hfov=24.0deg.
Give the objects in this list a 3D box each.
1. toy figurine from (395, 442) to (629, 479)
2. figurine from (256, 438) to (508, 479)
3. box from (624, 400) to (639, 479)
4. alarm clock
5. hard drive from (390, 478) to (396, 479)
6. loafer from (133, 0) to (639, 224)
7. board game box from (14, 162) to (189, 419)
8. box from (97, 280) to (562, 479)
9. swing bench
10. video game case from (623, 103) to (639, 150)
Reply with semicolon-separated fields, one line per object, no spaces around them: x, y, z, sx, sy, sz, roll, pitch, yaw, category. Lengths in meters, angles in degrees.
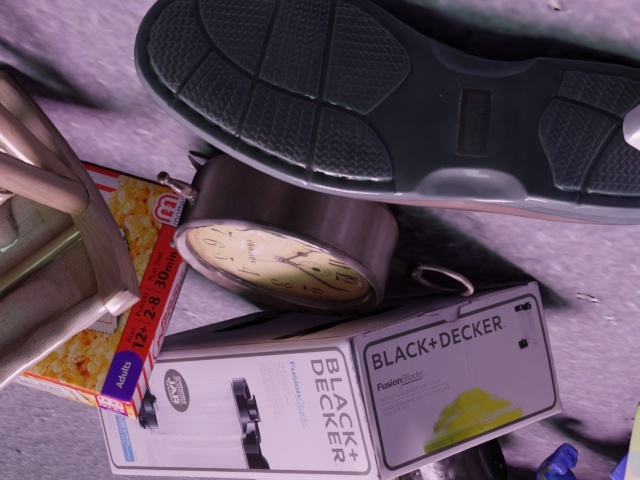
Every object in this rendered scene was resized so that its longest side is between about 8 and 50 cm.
0.244;0.230;1.208;0.191;0.217;0.362;8;-144;-52;toy figurine
0.058;0.219;1.159;0.214;0.092;0.210;-14;103;35;figurine
0.308;0.281;1.028;0.232;0.322;0.058;10;-173;18;box
0.000;0.000;0.901;0.192;0.064;0.129;18;159;5;alarm clock
0.166;0.368;1.351;0.353;0.047;0.233;48;170;36;hard drive
0.045;-0.050;0.707;0.267;0.096;0.084;14;165;5;loafer
-0.188;0.017;0.979;0.193;0.147;0.045;16;159;4;board game box
-0.006;0.095;1.002;0.169;0.087;0.290;-13;-178;-41;box
-0.283;0.000;0.831;0.253;0.165;0.254;-35;141;11;swing bench
0.230;-0.045;0.614;0.157;0.019;0.143;27;140;-23;video game case
